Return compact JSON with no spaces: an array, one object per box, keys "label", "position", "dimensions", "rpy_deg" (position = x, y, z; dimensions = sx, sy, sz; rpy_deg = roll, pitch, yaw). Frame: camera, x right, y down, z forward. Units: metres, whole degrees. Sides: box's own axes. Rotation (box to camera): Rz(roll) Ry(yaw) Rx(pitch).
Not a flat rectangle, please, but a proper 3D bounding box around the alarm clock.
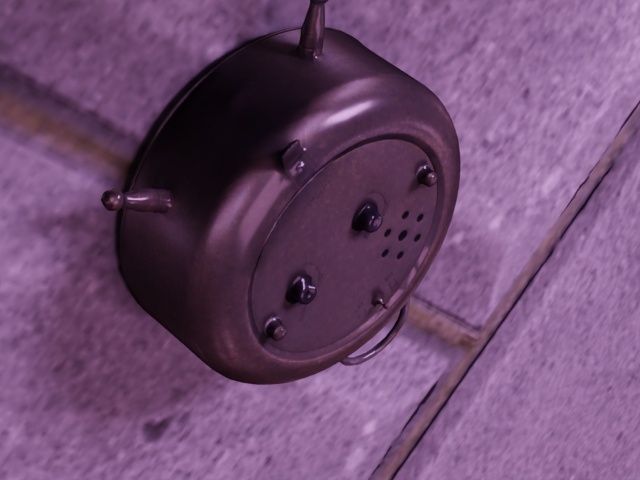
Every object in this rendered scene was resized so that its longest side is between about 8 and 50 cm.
[{"label":"alarm clock","position":[0.000,0.000,0.666],"dimensions":[0.129,0.064,0.192],"rpy_deg":[-47,148,-9]}]
